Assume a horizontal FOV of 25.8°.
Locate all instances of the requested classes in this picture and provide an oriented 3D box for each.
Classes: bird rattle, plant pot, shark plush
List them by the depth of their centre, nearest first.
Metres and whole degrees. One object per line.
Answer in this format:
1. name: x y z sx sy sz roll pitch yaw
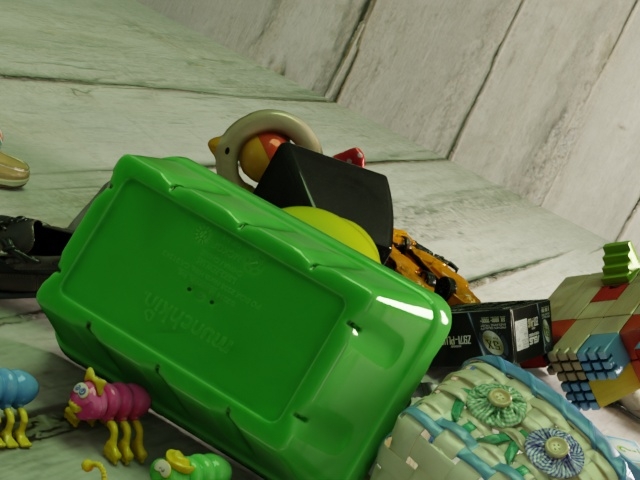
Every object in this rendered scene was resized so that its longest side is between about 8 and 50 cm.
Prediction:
1. plant pot: 0.000 0.000 2.013 0.187 0.188 0.167 17 28 -27
2. bird rattle: -0.060 -0.099 2.119 0.143 0.253 0.207 -78 144 -70
3. shark plush: 0.468 0.241 2.186 0.067 0.073 0.161 44 -9 -12

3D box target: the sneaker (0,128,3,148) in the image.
1. sneaker: -0.521 -0.161 1.961 0.161 0.057 0.075 22 8 -21

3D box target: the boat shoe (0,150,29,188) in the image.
1. boat shoe: -0.468 -0.122 1.868 0.190 0.072 0.068 12 18 -41

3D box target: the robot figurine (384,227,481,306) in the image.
1. robot figurine: 0.131 0.055 2.193 0.211 0.085 0.291 17 16 -29

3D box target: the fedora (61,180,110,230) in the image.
1. fedora: -0.220 0.004 1.704 0.244 0.124 0.275 29 14 23

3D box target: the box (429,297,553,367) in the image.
1. box: 0.230 0.129 1.957 0.147 0.077 0.180 -4 0 25

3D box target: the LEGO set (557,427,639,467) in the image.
1. LEGO set: 0.357 0.279 1.763 0.182 0.060 0.244 13 16 -10

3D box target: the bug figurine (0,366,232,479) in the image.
1. bug figurine: -0.192 0.177 1.207 0.279 0.072 0.216 33 16 35

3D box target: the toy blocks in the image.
1. toy blocks: 0.441 0.145 2.060 0.381 0.191 0.261 -10 24 44

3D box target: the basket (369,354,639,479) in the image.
1. basket: 0.206 0.237 1.369 0.255 0.201 0.289 39 27 29

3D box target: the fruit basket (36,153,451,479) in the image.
1. fruit basket: -0.058 0.076 1.431 0.392 0.283 0.392 30 -5 3

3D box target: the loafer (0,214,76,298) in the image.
1. loafer: -0.296 0.009 1.526 0.302 0.095 0.109 12 32 -12

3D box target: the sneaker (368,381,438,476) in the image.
1. sneaker: 0.052 0.188 1.531 0.153 0.101 0.268 27 8 14
